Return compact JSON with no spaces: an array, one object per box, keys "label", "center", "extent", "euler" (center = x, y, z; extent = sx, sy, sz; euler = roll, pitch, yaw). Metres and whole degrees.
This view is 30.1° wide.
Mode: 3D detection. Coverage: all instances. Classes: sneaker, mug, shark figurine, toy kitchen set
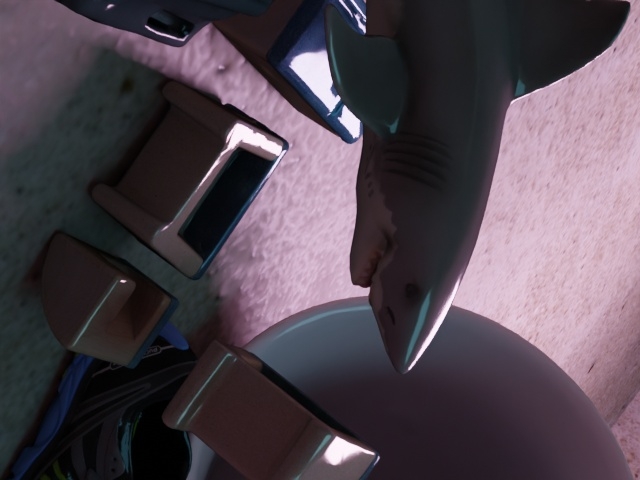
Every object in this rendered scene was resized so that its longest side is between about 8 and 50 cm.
[{"label":"sneaker","center":[-0.113,0.127,0.624],"extent":[0.067,0.078,0.188],"euler":[-10,132,-60]},{"label":"mug","center":[-0.019,0.249,0.778],"extent":[0.374,0.276,0.328],"euler":[-19,154,-24]},{"label":"shark figurine","center":[0.061,-0.105,0.455],"extent":[0.166,0.116,0.278],"euler":[-74,162,-55]},{"label":"toy kitchen set","center":[0.000,0.000,0.557],"extent":[0.207,0.166,0.122],"euler":[-55,158,0]}]

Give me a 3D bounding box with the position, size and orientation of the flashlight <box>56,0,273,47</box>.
[{"label":"flashlight","center":[-0.086,-0.131,0.300],"extent":[0.103,0.103,0.304],"euler":[-15,174,21]}]
